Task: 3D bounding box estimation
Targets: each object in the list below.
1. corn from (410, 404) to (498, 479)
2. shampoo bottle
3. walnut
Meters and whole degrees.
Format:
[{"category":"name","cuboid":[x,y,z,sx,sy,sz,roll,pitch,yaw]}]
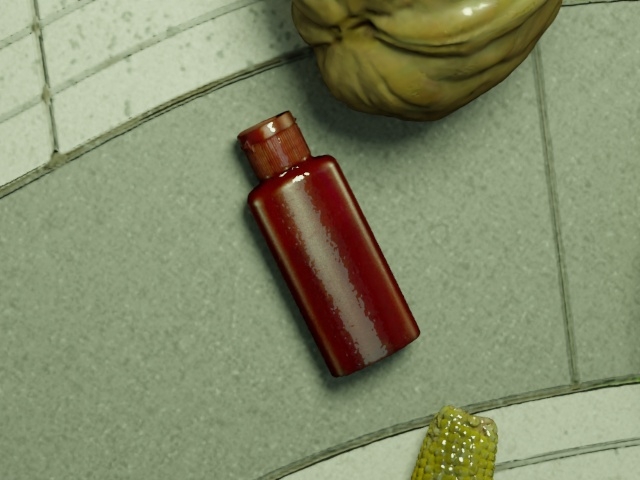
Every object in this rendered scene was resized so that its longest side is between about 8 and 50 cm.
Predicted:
[{"category":"corn","cuboid":[0.109,0.325,1.694,0.097,0.097,0.320,16,89,-12]},{"category":"shampoo bottle","cuboid":[0.000,0.000,1.665,0.102,0.064,0.260,-28,98,-8]},{"category":"walnut","cuboid":[0.101,-0.268,1.564,0.285,0.285,0.296,-31,126,-8]}]
